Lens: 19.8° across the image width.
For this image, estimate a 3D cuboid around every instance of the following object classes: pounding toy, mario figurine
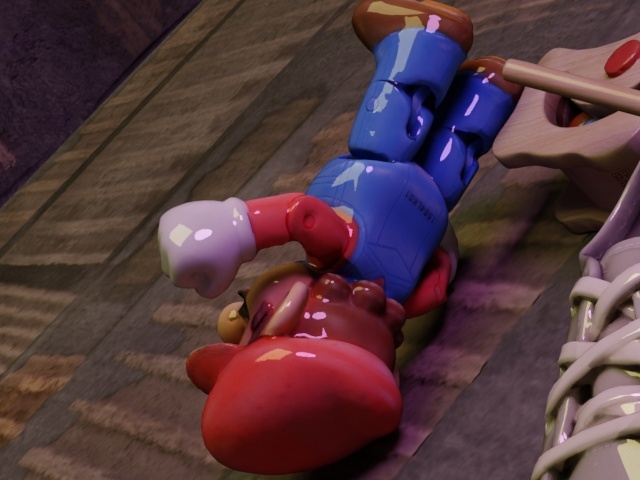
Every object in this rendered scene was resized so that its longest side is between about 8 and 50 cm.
[{"bbox_3d":[0.194,-0.104,1.094,0.154,0.155,0.269,-51,19,-13],"label":"pounding toy"},{"bbox_3d":[0.000,0.000,1.187,0.321,0.198,0.170,-63,6,-18],"label":"mario figurine"}]

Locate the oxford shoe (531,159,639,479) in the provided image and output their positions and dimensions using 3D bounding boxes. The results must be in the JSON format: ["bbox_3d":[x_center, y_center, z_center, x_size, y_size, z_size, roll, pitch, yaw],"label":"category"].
[{"bbox_3d":[0.152,0.083,0.802,0.169,0.130,0.449,-23,27,42],"label":"oxford shoe"}]
